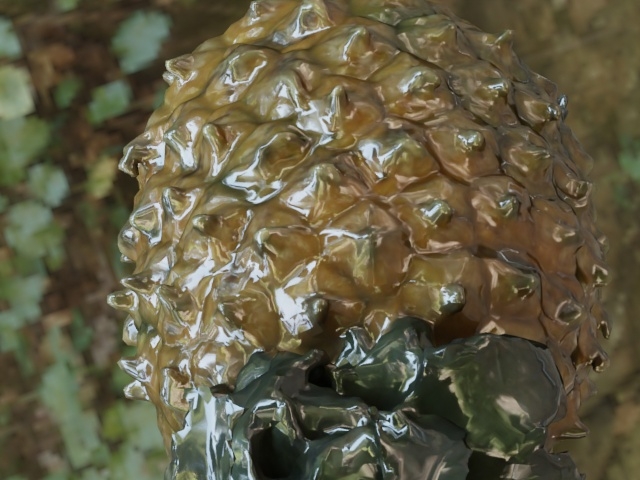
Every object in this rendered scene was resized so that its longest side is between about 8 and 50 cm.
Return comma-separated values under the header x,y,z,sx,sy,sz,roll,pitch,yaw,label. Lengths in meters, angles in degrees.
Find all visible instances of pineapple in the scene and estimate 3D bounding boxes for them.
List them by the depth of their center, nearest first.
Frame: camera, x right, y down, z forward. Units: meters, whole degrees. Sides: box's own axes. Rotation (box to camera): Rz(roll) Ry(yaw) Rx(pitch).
x,y,z,sx,sy,sz,roll,pitch,yaw,label
0.004,0.048,0.376,0.251,0.125,0.125,-85,-13,-51,pineapple

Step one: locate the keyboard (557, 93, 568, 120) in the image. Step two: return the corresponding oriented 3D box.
x,y,z,sx,sy,sz,roll,pitch,yaw,label
-0.001,0.000,0.642,0.023,0.072,0.231,34,158,-19,keyboard
